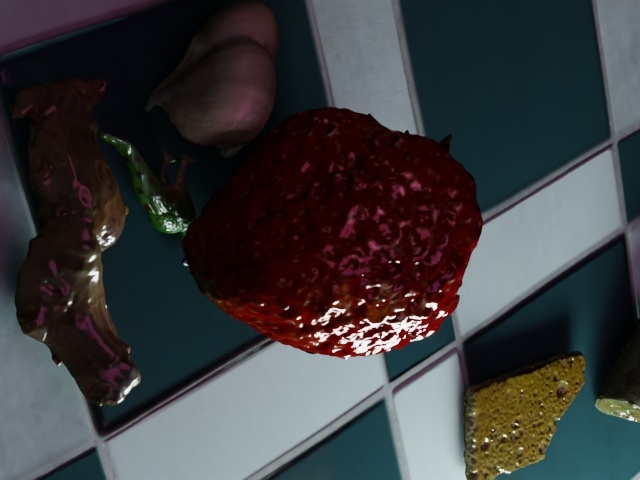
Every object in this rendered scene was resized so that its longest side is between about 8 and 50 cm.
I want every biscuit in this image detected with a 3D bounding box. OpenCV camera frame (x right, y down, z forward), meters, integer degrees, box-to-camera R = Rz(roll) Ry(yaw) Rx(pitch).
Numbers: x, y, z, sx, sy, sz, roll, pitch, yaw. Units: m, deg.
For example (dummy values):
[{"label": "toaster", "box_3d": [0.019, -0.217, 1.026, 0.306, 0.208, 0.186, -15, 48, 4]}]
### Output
[{"label": "biscuit", "box_3d": [0.264, 0.225, 1.621, 0.236, 0.026, 0.131, -12, 106, -43]}]

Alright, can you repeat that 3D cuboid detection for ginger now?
[{"label": "ginger", "box_3d": [-0.216, 0.003, 1.106, 0.122, 0.084, 0.290, -21, 108, -63]}]

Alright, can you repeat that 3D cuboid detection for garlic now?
[{"label": "garlic", "box_3d": [-0.088, -0.153, 1.173, 0.099, 0.124, 0.175, 27, 50, -27]}]

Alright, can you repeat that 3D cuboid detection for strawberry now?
[{"label": "strawberry", "box_3d": [0.000, 0.000, 1.186, 0.276, 0.257, 0.257, -13, 105, -37]}]

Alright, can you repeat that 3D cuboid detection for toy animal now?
[{"label": "toy animal", "box_3d": [-0.147, -0.061, 1.154, 0.217, 0.041, 0.075, 66, 36, -54]}]

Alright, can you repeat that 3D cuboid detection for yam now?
[{"label": "yam", "box_3d": [0.462, 0.175, 1.756, 0.183, 0.107, 0.107, -52, 128, -22]}]

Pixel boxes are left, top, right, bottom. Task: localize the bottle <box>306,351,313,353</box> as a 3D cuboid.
[{"label": "bottle", "box_3d": [0.045, 0.083, 1.371, 0.164, 0.060, 0.060, -11, 103, -43]}]
